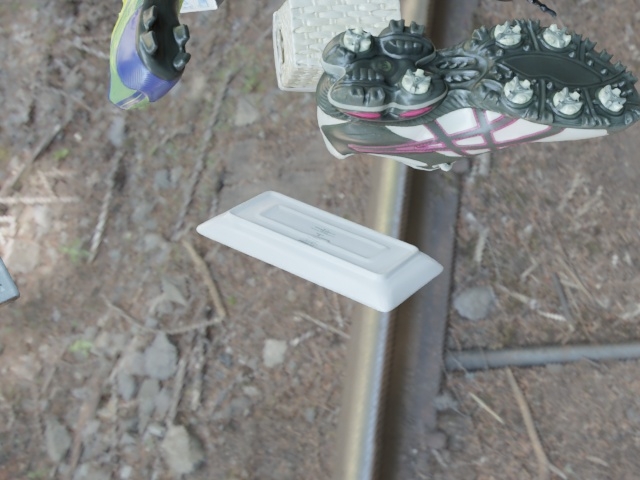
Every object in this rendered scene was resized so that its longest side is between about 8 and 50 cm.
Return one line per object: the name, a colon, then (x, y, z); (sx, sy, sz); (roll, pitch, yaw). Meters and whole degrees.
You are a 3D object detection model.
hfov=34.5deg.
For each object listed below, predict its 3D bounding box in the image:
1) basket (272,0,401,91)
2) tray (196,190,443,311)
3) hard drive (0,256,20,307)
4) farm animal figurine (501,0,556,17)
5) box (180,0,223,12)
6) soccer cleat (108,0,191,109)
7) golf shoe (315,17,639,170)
basket: (0.027, -0.270, 1.393); (0.167, 0.103, 0.113); (-4, 84, -12)
tray: (0.000, 0.000, 1.223); (0.270, 0.145, 0.030); (22, 121, 26)
hard drive: (-0.351, 0.013, 0.948); (0.094, 0.022, 0.135); (-27, 84, -20)
farm animal figurine: (0.115, -0.413, 1.180); (0.172, 0.326, 0.330); (-35, 35, -2)
box: (-0.287, -0.522, 2.053); (0.203, 0.103, 0.114); (0, 38, 24)
soccer cleat: (-0.214, -0.279, 1.247); (0.121, 0.093, 0.289); (-34, 43, 33)
golf shoe: (0.131, -0.117, 0.874); (0.273, 0.120, 0.105); (4, 58, -4)
